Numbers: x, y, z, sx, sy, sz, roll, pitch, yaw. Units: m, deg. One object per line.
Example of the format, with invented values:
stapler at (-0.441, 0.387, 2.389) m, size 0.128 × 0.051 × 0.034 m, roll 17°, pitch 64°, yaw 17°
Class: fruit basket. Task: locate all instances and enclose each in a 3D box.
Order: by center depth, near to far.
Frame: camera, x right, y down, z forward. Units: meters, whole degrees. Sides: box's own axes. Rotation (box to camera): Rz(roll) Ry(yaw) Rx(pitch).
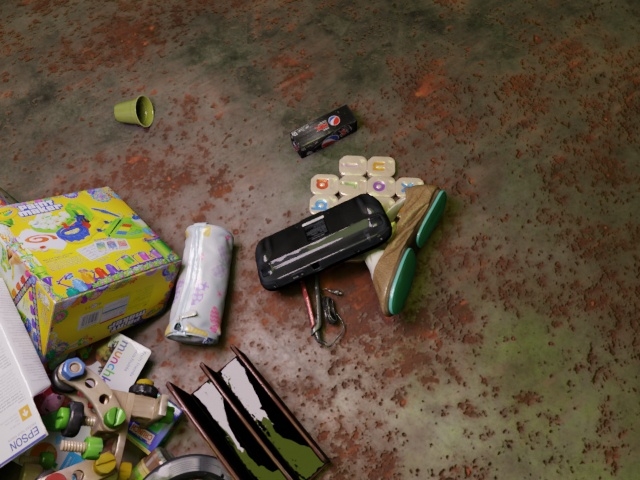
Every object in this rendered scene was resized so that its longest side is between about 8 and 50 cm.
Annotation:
fruit basket at (-0.592, 0.295, 1.166) m, size 0.353 × 0.165 × 0.327 m, roll 28°, pitch 79°, yaw 6°

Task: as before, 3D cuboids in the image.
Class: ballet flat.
ballet flat at (0.172, 0.010, 1.257) m, size 0.124 × 0.116 × 0.342 m, roll 14°, pitch 67°, yaw 28°

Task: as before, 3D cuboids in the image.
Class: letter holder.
letter holder at (-0.139, 0.358, 1.086) m, size 0.152 × 0.214 × 0.302 m, roll -39°, pitch 70°, yaw -12°

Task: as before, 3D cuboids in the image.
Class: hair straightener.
hair straightener at (0.006, 0.130, 1.259) m, size 0.089 × 0.047 × 0.230 m, roll -12°, pitch 62°, yaw -2°

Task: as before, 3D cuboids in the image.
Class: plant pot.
plant pot at (-0.500, -0.340, 1.481) m, size 0.079 × 0.083 × 0.083 m, roll 0°, pitch 67°, yaw 17°

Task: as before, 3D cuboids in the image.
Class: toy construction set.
toy construction set at (-0.414, 0.393, 1.062) m, size 0.309 × 0.237 × 0.257 m, roll -57°, pitch 36°, yaw 22°

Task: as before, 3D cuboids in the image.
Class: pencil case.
pencil case at (-0.270, 0.099, 1.252) m, size 0.114 × 0.124 × 0.273 m, roll -8°, pitch 62°, yaw 30°

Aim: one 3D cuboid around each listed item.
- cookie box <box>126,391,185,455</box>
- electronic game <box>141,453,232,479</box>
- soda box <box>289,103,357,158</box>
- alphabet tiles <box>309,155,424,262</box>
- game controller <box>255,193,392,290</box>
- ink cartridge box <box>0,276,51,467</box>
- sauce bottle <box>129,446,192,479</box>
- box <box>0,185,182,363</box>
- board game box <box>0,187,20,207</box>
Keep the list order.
cookie box at (-0.355, 0.384, 1.182) m, size 0.092 × 0.040 × 0.107 m, roll 31°, pitch 74°, yaw 15°
electronic game at (-0.253, 0.518, 1.060) m, size 0.229 × 0.048 × 0.229 m, roll -3°, pitch 97°, yaw -23°
soda box at (0.009, -0.279, 1.429) m, size 0.169 × 0.053 × 0.060 m, roll -28°, pitch 69°, yaw -7°
alphabet tiles at (0.113, -0.078, 1.356) m, size 0.278 × 0.021 × 0.284 m, roll 2°, pitch 68°, yaw 2°
game controller at (0.000, 0.000, 1.261) m, size 0.319 × 0.067 × 0.166 m, roll -24°, pitch 34°, yaw 5°
ink cartridge box at (-0.661, 0.286, 1.026) m, size 0.324 × 0.071 × 0.330 m, roll -34°, pitch 76°, yaw 8°
sauce bottle at (-0.406, 0.562, 1.074) m, size 0.111 × 0.111 × 0.344 m, roll 40°, pitch 74°, yaw 18°
box at (-0.508, 0.054, 1.175) m, size 0.279 × 0.177 × 0.290 m, roll 42°, pitch 35°, yaw 21°
board game box at (-0.741, -0.033, 1.255) m, size 0.144 × 0.275 × 0.142 m, roll -43°, pitch 71°, yaw -13°
